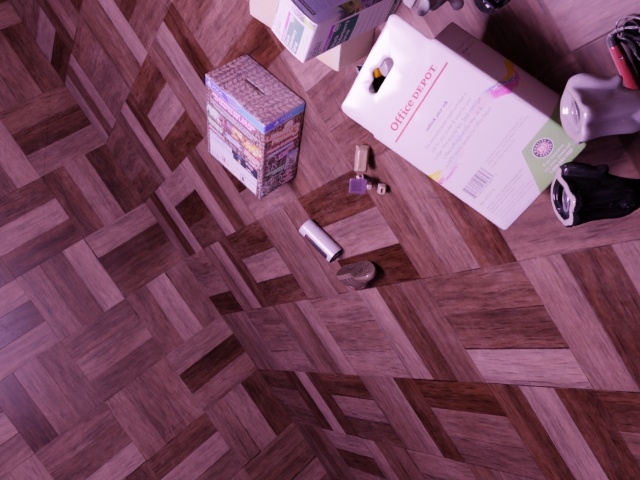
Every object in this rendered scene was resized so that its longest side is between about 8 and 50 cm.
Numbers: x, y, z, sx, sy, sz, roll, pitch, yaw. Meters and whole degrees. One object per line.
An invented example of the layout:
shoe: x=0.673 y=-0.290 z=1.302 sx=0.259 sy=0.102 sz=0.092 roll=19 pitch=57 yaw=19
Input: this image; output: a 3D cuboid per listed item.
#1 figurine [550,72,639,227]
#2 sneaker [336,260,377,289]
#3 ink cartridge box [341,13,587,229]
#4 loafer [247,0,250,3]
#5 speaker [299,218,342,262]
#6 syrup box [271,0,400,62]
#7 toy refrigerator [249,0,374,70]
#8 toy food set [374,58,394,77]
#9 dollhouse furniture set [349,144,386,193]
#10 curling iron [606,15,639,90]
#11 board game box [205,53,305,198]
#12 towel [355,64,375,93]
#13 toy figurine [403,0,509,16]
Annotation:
figurine: x=0.443 y=-0.131 z=0.831 sx=0.092 sy=0.209 sz=0.215 roll=-94 pitch=-3 yaw=-58
sneaker: x=0.119 y=0.104 z=1.723 sx=0.071 sy=0.066 sz=0.188 roll=44 pitch=161 yaw=-18
ink cartridge box: x=0.234 y=-0.209 z=0.996 sx=0.353 sy=0.119 sz=0.207 roll=37 pitch=132 yaw=4
loafer: x=-0.132 y=-0.534 z=1.373 sx=0.170 sy=0.061 sz=0.062 roll=52 pitch=151 yaw=2
speaker: x=0.000 y=0.000 z=1.777 sx=0.136 sy=0.055 sz=0.055 roll=45 pitch=151 yaw=16
syrup box: x=0.035 y=-0.416 z=1.065 sx=0.096 sy=0.236 sz=0.093 roll=48 pitch=151 yaw=11
toy refrigerator: x=-0.022 y=-0.462 z=1.245 sx=0.269 sy=0.102 sz=0.094 roll=40 pitch=149 yaw=23
toy food set: x=0.190 y=-0.285 z=1.163 sx=0.111 sy=0.104 sz=0.232 roll=96 pitch=150 yaw=-69
dollhouse furniture set: x=0.117 y=-0.178 z=1.451 sx=0.081 sy=0.090 sz=0.115 roll=-90 pitch=4 yaw=-69
curling iron: x=0.479 y=-0.189 z=0.860 sx=0.068 sy=0.035 sz=0.274 roll=0 pitch=121 yaw=56
board game box: x=-0.181 y=-0.301 z=1.622 sx=0.232 sy=0.141 sz=0.291 roll=43 pitch=150 yaw=19
towel: x=0.115 y=-0.292 z=1.260 sx=0.113 sy=0.023 sz=0.152 roll=-90 pitch=-25 yaw=-67
toy figurine: x=0.214 y=-0.445 z=0.874 sx=0.213 sy=0.148 sz=0.210 roll=15 pitch=140 yaw=46
